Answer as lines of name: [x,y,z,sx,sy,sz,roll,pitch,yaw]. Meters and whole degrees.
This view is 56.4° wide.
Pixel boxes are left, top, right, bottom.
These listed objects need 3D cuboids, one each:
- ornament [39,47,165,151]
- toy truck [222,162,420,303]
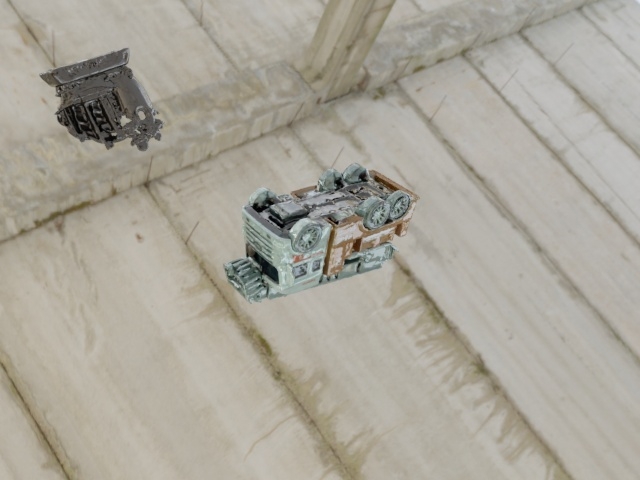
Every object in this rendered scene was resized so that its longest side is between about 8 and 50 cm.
ornament: [-0.536,-0.334,1.503,0.251,0.106,0.260,-30,-69,-33]
toy truck: [0.000,0.000,0.997,0.338,0.184,0.133,-19,-139,-36]
